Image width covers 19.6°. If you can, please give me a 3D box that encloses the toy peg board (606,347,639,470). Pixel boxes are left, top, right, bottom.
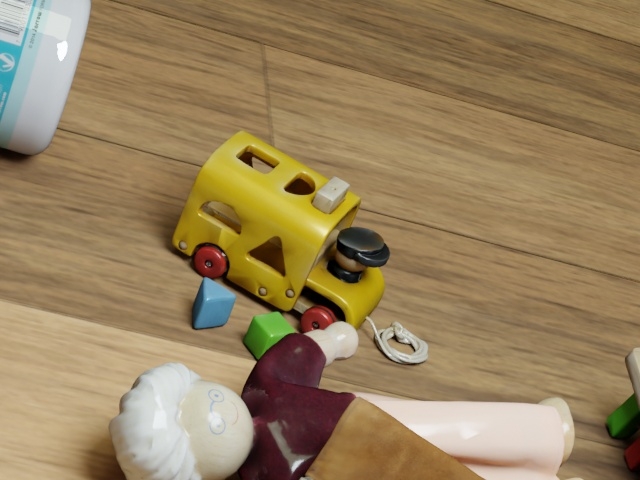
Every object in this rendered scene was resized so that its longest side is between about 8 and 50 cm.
[{"bbox_3d":[0.314,0.178,1.461,0.161,0.079,0.161,7,52,-25],"label":"toy peg board"}]

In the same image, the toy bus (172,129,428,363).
[{"bbox_3d":[-0.012,-0.004,1.467,0.202,0.104,0.191,3,38,-29],"label":"toy bus"}]

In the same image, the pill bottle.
[{"bbox_3d":[-0.325,-0.170,1.468,0.264,0.146,0.146,17,33,-12],"label":"pill bottle"}]

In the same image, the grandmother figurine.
[{"bbox_3d":[0.017,0.140,1.278,0.342,0.104,0.208,8,41,-25],"label":"grandmother figurine"}]

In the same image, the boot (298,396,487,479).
[{"bbox_3d":[0.067,0.254,1.110,0.280,0.096,0.264,24,73,20],"label":"boot"}]
